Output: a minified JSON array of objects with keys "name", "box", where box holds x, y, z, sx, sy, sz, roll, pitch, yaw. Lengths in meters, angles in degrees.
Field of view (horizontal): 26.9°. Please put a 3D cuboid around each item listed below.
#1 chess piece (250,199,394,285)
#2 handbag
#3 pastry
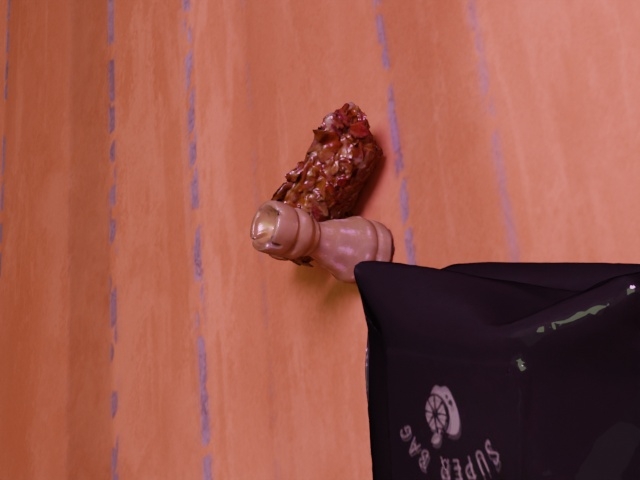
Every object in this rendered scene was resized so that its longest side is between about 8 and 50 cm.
[{"name":"chess piece","box":[0.000,0.000,1.209,0.066,0.122,0.066,-27,56,48]},{"name":"handbag","box":[0.135,0.157,0.944,0.342,0.152,0.288,1,90,56]},{"name":"pastry","box":[0.006,-0.047,1.261,0.063,0.087,0.169,40,114,18]}]
